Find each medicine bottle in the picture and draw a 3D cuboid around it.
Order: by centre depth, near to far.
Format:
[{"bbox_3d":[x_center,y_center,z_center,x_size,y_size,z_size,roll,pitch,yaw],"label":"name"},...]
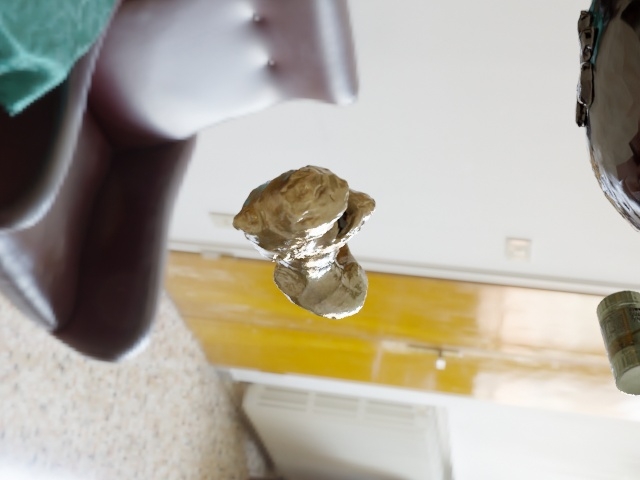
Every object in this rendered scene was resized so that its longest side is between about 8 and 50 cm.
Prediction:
[{"bbox_3d":[0.268,0.088,0.935,0.083,0.047,0.047,-91,176,-46],"label":"medicine bottle"}]

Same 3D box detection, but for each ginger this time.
[{"bbox_3d":[0.000,0.000,0.736,0.075,0.089,0.288,60,2,15],"label":"ginger"}]

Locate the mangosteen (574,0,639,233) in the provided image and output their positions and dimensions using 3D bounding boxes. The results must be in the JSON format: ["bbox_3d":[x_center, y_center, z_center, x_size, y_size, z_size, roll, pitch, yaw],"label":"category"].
[{"bbox_3d":[0.336,-0.125,0.807,0.297,0.293,0.297,177,-90,-83],"label":"mangosteen"}]
